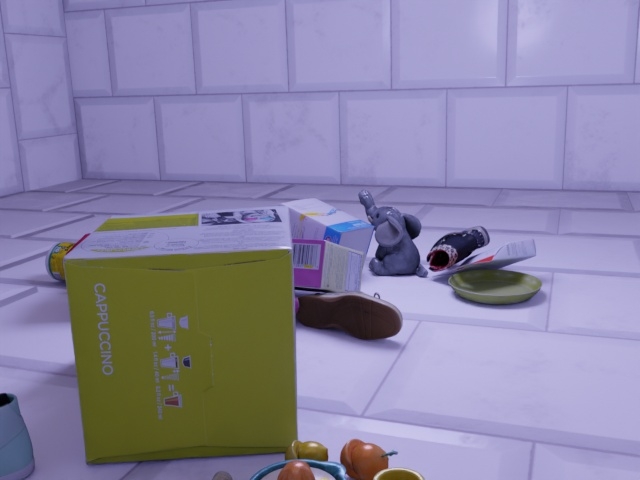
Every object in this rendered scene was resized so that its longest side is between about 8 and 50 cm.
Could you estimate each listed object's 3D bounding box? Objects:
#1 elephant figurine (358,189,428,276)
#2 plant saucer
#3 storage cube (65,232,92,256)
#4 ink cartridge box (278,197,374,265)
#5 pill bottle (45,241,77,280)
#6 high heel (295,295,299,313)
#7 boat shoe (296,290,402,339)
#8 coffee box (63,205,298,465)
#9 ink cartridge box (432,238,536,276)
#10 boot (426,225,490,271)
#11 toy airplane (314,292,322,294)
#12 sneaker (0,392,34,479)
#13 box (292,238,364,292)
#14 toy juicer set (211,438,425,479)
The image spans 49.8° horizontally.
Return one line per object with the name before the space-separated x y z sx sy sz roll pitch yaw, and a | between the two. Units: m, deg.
elephant figurine | 0.212 -0.024 2.035 0.186 0.239 0.169 -2 13 -2
plant saucer | 0.459 0.124 1.815 0.241 0.037 0.241 -2 14 1
storage cube | -0.533 0.089 1.781 0.215 0.184 0.193 -2 15 -4
ink cartridge box | 0.000 0.000 1.979 0.232 0.171 0.168 27 24 32
pill bottle | -0.694 0.068 2.033 0.208 0.118 0.117 4 15 24
high heel | -0.159 0.151 1.666 0.117 0.082 0.244 -3 7 -39
boat shoe | 0.073 0.157 1.579 0.285 0.105 0.089 7 17 37
coffee box | -0.212 0.141 1.177 0.338 0.338 0.334 -2 14 -4
ink cartridge box | 0.451 0.050 1.921 0.232 0.066 0.189 -1 -14 -23
boot | 0.358 0.037 2.008 0.178 0.085 0.236 -25 -2 -36
toy airplane | 0.034 0.155 1.759 0.151 0.028 0.151 -1 12 0
sneaker | -0.553 0.294 0.980 0.256 0.151 0.094 -11 18 -30
box | -0.036 0.066 1.736 0.213 0.117 0.243 3 -7 27
toy juicer set | -0.040 0.322 0.931 0.329 0.090 0.209 -5 14 -12
